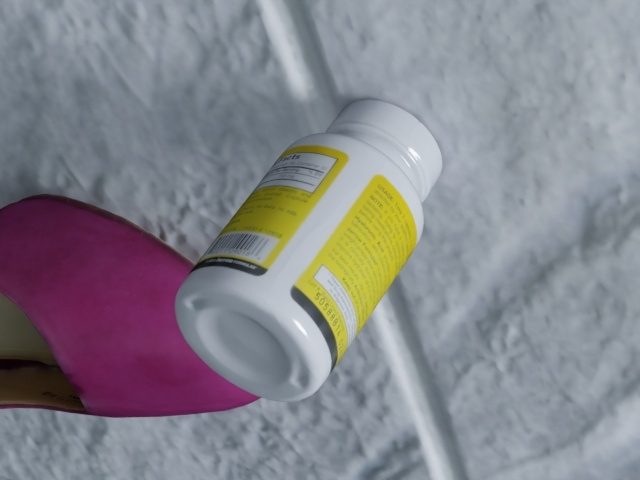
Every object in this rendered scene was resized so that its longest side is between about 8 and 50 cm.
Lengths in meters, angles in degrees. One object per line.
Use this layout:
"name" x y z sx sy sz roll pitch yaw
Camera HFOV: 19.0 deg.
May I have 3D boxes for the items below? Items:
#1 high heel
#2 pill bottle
"high heel" -0.203 0.070 0.930 0.377 0.181 0.127 7 136 36
"pill bottle" 0.000 0.000 0.728 0.065 0.116 0.065 24 144 18
